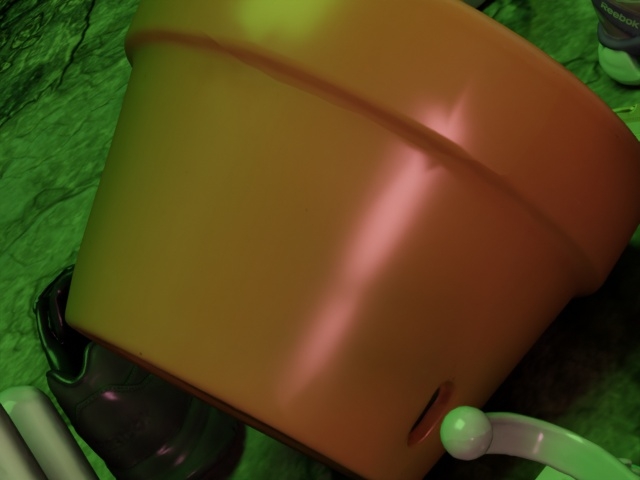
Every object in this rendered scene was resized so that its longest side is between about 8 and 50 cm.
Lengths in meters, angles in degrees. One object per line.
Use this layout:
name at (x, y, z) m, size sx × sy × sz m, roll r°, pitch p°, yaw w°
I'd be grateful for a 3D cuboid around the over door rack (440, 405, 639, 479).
over door rack at (0.086, 0.205, 0.362) m, size 0.324 × 0.108 × 0.240 m, roll 32°, pitch 108°, yaw 61°

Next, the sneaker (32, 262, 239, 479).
sneaker at (-0.131, 0.051, 0.936) m, size 0.109 × 0.130 × 0.286 m, roll -38°, pitch 27°, yaw 5°

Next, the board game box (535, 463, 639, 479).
board game box at (0.102, 0.164, 0.603) m, size 0.154 × 0.026 × 0.103 m, roll -48°, pitch 29°, yaw -18°

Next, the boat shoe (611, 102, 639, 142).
boat shoe at (0.208, -0.058, 0.774) m, size 0.170 × 0.063 × 0.059 m, roll 0°, pitch 51°, yaw 50°

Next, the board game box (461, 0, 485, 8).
board game box at (0.039, -0.253, 1.229) m, size 0.224 × 0.097 × 0.303 m, roll -39°, pitch 29°, yaw -2°

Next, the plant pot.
plant pot at (0.000, 0.000, 0.731) m, size 0.291 × 0.291 × 0.203 m, roll 13°, pitch 72°, yaw 56°

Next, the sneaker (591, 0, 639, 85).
sneaker at (0.261, -0.178, 0.849) m, size 0.236 × 0.104 × 0.095 m, roll -17°, pitch 33°, yaw 33°

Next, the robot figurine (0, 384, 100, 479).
robot figurine at (-0.286, 0.221, 0.786) m, size 0.353 × 0.200 × 0.300 m, roll -35°, pitch -12°, yaw 5°
